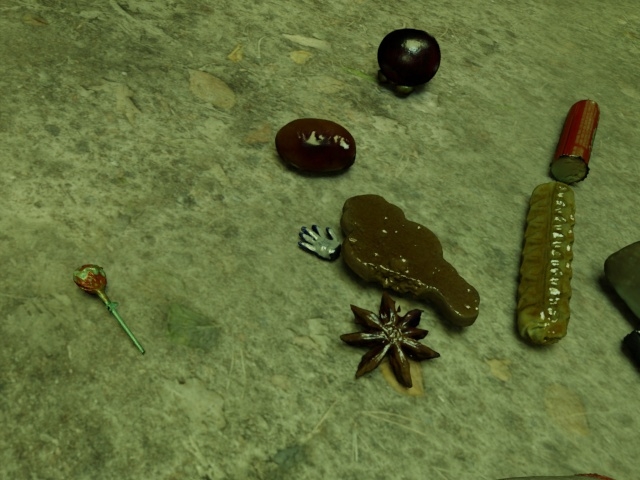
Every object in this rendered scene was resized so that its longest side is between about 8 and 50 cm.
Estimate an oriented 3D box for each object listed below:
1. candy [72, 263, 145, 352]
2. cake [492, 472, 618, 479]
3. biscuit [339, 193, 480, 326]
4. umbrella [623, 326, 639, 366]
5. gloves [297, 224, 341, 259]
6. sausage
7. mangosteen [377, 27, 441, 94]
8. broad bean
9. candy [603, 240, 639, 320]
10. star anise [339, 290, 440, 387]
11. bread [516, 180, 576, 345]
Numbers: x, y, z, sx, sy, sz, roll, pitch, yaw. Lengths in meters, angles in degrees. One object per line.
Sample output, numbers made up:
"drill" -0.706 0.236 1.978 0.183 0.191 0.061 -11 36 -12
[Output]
"candy" -0.332 0.108 0.860 0.184 0.049 0.056 47 18 16
"cake" 0.306 0.431 0.709 0.158 0.159 0.261 4 89 -5
"biscuit" 0.149 0.033 0.958 0.320 0.047 0.183 37 49 21
"umbrella" 0.583 0.246 0.871 0.066 0.059 0.235 13 42 -54
"gloves" 0.000 0.000 0.988 0.086 0.026 0.064 27 54 17
"sausage" 0.572 -0.237 1.197 0.083 0.083 0.264 25 55 10
"mangosteen" 0.200 -0.411 1.245 0.153 0.152 0.152 3 55 -5
"broad bean" -0.010 -0.190 1.085 0.165 0.084 0.114 3 59 2
"candy" 0.609 0.104 0.937 0.104 0.102 0.233 -7 57 -36
"star anise" 0.112 0.158 0.871 0.168 0.057 0.167 4 53 -5
"bread" 0.416 0.029 0.989 0.084 0.077 0.367 19 56 4
